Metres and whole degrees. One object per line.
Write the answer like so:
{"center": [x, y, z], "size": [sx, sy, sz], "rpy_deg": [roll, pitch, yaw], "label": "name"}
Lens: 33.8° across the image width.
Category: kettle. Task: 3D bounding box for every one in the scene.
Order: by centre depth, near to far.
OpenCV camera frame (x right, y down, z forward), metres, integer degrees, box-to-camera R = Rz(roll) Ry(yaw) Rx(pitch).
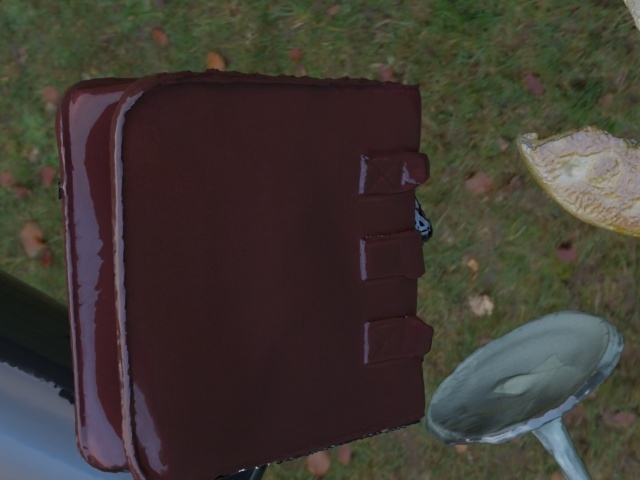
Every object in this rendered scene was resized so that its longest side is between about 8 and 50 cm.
{"center": [-0.210, 0.190, 0.968], "size": [0.308, 0.203, 0.262], "rpy_deg": [25, 152, 1], "label": "kettle"}

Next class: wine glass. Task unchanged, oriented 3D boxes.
{"center": [0.285, 0.289, 1.032], "size": [0.267, 0.267, 0.406], "rpy_deg": [-27, 104, 28], "label": "wine glass"}

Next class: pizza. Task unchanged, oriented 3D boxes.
{"center": [0.381, -0.078, 1.369], "size": [0.271, 0.056, 0.134], "rpy_deg": [17, 112, 1], "label": "pizza"}

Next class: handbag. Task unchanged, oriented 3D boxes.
{"center": [-0.034, 0.018, 0.695], "size": [0.084, 0.276, 0.260], "rpy_deg": [2, 98, 46], "label": "handbag"}

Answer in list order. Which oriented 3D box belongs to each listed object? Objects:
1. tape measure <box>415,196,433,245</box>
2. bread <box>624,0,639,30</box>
{"center": [0.000, 0.000, 1.252], "size": [0.223, 0.202, 0.135], "rpy_deg": [22, 136, 59], "label": "tape measure"}
{"center": [0.358, -0.260, 1.119], "size": [0.070, 0.083, 0.035], "rpy_deg": [-15, 143, 15], "label": "bread"}
